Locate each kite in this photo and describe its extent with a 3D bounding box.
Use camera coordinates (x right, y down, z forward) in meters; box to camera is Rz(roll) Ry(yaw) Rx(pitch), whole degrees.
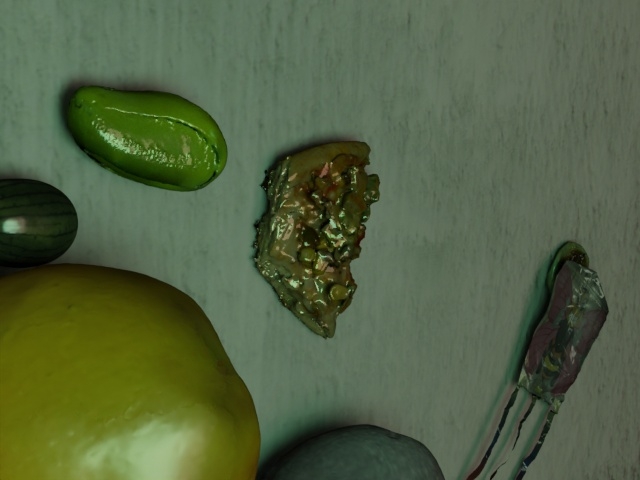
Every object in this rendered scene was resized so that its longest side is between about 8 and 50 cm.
[{"bbox_3d":[0.303,0.201,1.709,0.204,0.022,0.360,38,76,-51],"label":"kite"}]

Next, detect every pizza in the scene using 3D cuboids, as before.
[{"bbox_3d":[0.000,0.000,1.343,0.147,0.069,0.226,7,96,-47],"label":"pizza"}]

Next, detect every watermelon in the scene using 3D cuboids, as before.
[{"bbox_3d":[-0.263,-0.015,1.082,0.111,0.078,0.078,4,98,-43],"label":"watermelon"}]

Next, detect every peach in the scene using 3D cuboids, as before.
[{"bbox_3d":[-0.212,0.159,1.046,0.308,0.289,0.289,-12,112,-10],"label":"peach"}]

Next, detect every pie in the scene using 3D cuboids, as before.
[{"bbox_3d":[0.337,0.043,1.710,0.085,0.017,0.085,-13,109,-41],"label":"pie"}]

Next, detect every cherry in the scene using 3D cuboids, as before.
[{"bbox_3d":[0.040,0.309,1.381,0.266,0.184,0.213,16,77,-35],"label":"cherry"}]

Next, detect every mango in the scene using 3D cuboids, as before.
[{"bbox_3d":[-0.162,-0.098,1.160,0.165,0.074,0.091,24,91,-32],"label":"mango"}]
